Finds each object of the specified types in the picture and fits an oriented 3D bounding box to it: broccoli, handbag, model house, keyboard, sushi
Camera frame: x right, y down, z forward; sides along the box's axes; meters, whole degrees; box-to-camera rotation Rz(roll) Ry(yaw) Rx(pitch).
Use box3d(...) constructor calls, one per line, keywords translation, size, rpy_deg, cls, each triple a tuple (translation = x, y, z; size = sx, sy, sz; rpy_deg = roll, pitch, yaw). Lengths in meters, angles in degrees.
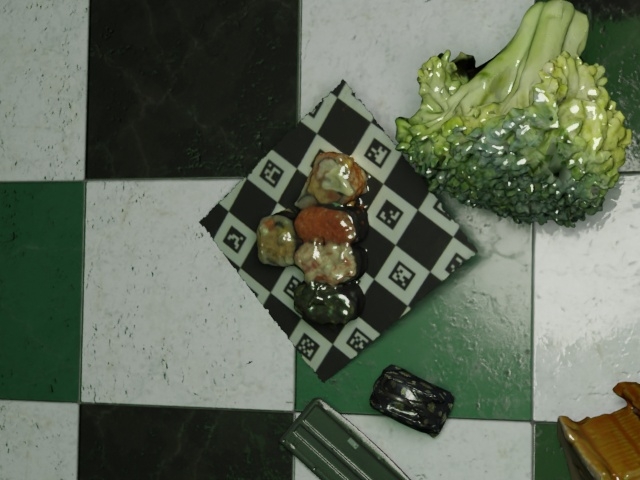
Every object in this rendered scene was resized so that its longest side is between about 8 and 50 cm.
box3d(translation=(0.258, -0.173, 1.431), size=(0.293, 0.348, 0.281), rpy_deg=(21, 82, 9), cls="broccoli")
box3d(translation=(0.122, 0.222, 1.546), size=(0.115, 0.139, 0.072), rpy_deg=(25, 85, 15), cls="handbag")
box3d(translation=(0.456, 0.306, 1.436), size=(0.229, 0.199, 0.219), rpy_deg=(-18, 105, 2), cls="model house")
box3d(translation=(0.025, 0.319, 1.624), size=(0.381, 0.041, 0.103), rpy_deg=(40, 96, 6), cls="keyboard")
box3d(translation=(0.000, 0.000, 1.575), size=(0.339, 0.069, 0.320), rpy_deg=(-42, 79, 27), cls="sushi")
